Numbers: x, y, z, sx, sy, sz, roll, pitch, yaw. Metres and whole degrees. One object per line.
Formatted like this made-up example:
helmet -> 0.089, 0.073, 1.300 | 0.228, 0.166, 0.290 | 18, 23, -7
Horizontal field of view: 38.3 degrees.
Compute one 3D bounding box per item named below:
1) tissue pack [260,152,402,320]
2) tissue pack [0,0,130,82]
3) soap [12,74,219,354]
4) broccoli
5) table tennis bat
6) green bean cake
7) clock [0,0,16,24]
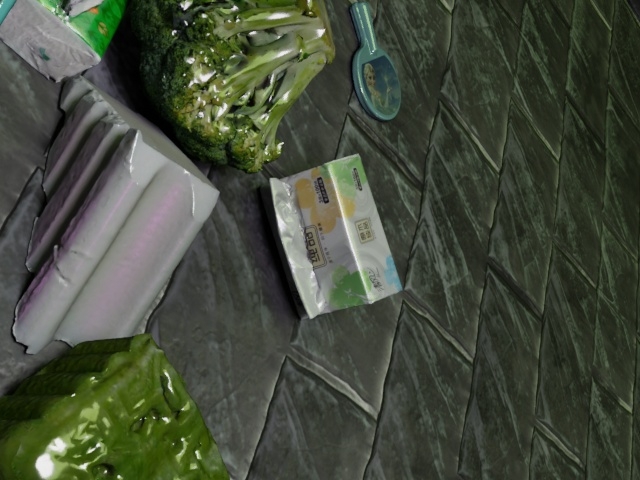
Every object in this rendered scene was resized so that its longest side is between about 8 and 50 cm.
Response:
tissue pack -> 0.000, 0.000, 1.438 | 0.145, 0.159, 0.229 | -20, 93, -52
tissue pack -> -0.312, -0.341, 1.180 | 0.148, 0.156, 0.209 | 44, 45, -36
soap -> -0.293, -0.025, 1.181 | 0.159, 0.258, 0.302 | 28, 101, -44
broccoli -> -0.122, -0.265, 1.292 | 0.321, 0.283, 0.303 | 63, 16, -48
table tennis bat -> 0.102, -0.348, 1.793 | 0.149, 0.038, 0.237 | -15, 92, -52
green bean cake -> -0.245, 0.260, 1.032 | 0.247, 0.156, 0.249 | -40, 116, -47
clock -> -0.426, -0.359, 1.010 | 0.231, 0.116, 0.262 | 34, 78, -35
